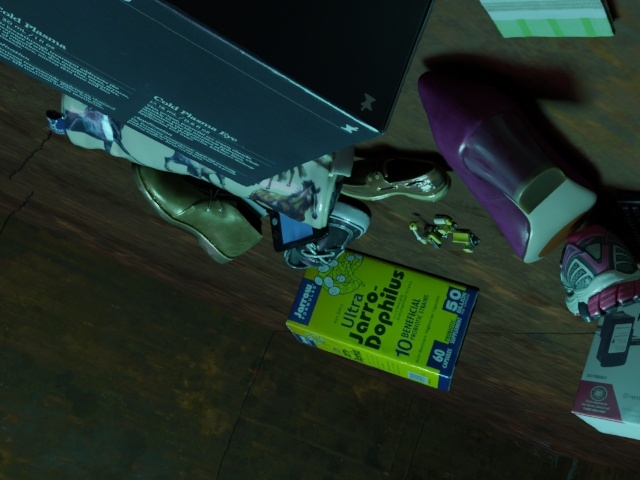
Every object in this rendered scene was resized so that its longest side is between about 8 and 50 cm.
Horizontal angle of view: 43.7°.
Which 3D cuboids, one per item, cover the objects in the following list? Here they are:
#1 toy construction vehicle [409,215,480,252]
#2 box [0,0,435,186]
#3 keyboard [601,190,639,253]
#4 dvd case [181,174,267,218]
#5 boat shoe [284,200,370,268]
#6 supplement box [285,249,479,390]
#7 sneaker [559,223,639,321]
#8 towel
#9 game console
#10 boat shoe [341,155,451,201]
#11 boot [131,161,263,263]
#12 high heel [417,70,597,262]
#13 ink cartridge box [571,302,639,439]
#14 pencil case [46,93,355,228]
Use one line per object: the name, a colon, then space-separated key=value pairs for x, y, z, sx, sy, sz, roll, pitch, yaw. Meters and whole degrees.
toy construction vehicle: x=0.206 y=-0.007 z=1.337 sx=0.085 sy=0.035 sz=0.098 roll=5 pitch=158 yaw=44
box: x=-0.123 y=-0.221 z=0.762 sx=0.343 sy=0.179 sz=0.312 roll=27 pitch=164 yaw=-23
keyboard: x=0.430 y=-0.015 z=1.054 sx=0.108 sy=0.023 sz=0.180 roll=9 pitch=160 yaw=35
dvd case: x=-0.188 y=-0.090 z=1.563 sx=0.179 sy=0.030 sz=0.238 roll=25 pitch=163 yaw=-14
boat shoe: x=0.000 y=0.000 z=1.492 sx=0.108 sy=0.102 sz=0.301 roll=25 pitch=164 yaw=-17
supplement box: x=0.134 y=0.163 z=1.703 sx=0.356 sy=0.194 sz=0.195 roll=17 pitch=164 yaw=13
sneaker: x=0.391 y=0.036 z=1.111 sx=0.120 sy=0.112 sz=0.299 roll=-24 pitch=172 yaw=11
towel: x=0.181 y=-0.223 z=0.677 sx=0.113 sy=0.023 sz=0.152 roll=12 pitch=165 yaw=36
game console: x=-0.067 y=-0.051 z=1.397 sx=0.085 sy=0.124 sz=0.144 roll=1 pitch=168 yaw=-43
boat shoe: x=0.095 y=-0.096 z=1.135 sx=0.177 sy=0.064 sz=0.060 roll=5 pitch=154 yaw=27
boot: x=-0.222 y=-0.075 z=1.487 sx=0.115 sy=0.112 sz=0.305 roll=-24 pitch=137 yaw=24
high heel: x=0.234 y=-0.090 z=0.988 sx=0.181 sy=0.127 sz=0.377 roll=51 pitch=-175 yaw=24
ink cartridge box: x=0.510 y=0.180 z=1.215 sx=0.100 sy=0.237 sz=0.172 roll=34 pitch=160 yaw=-32
pencil case: x=-0.147 y=-0.150 z=1.069 sx=0.410 sy=0.160 sz=0.183 roll=19 pitch=179 yaw=6
